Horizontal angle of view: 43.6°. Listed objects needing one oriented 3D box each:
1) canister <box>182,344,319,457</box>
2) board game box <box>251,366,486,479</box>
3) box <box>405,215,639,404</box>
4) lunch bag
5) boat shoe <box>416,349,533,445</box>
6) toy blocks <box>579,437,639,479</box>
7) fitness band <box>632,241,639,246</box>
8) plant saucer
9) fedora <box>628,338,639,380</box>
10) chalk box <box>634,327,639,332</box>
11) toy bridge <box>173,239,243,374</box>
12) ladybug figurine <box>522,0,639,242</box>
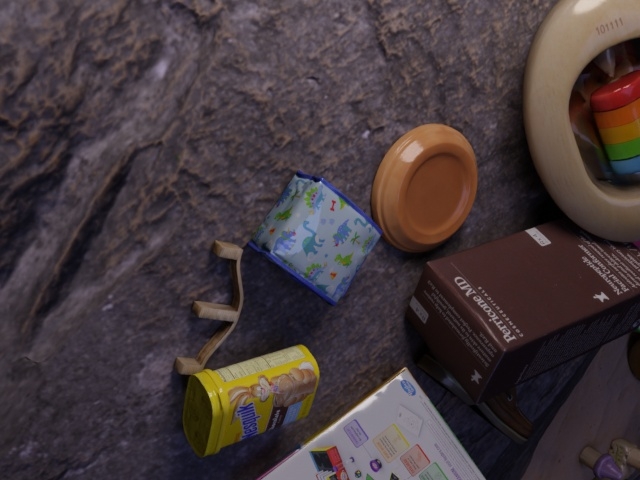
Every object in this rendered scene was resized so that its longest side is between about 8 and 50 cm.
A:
[{"bbox_3d":[-0.093,0.215,1.094,0.169,0.073,0.126,-13,134,-33],"label":"canister"},{"bbox_3d":[0.072,0.380,1.203,0.316,0.064,0.242,-32,82,-21],"label":"board game box"},{"bbox_3d":[0.347,0.090,1.271,0.381,0.191,0.143,-18,142,-29],"label":"box"},{"bbox_3d":[0.000,0.000,1.074,0.151,0.096,0.129,37,85,-29],"label":"lunch bag"},{"bbox_3d":[0.293,0.250,1.364,0.104,0.110,0.307,-53,128,-5],"label":"boat shoe"},{"bbox_3d":[0.693,0.593,1.681,0.308,0.260,0.289,1,108,-35],"label":"toy blocks"},{"bbox_3d":[0.577,-0.084,1.469,0.290,0.054,0.209,-25,121,-23],"label":"fitness band"},{"bbox_3d":[0.165,-0.073,1.197,0.199,0.037,0.200,-13,115,-30],"label":"plant saucer"},{"bbox_3d":[0.738,0.233,1.666,0.194,0.194,0.079,63,33,-33],"label":"fedora"},{"bbox_3d":[0.684,0.124,1.510,0.212,0.132,0.133,16,100,2],"label":"chalk box"},{"bbox_3d":[-0.138,0.095,1.058,0.063,0.026,0.188,11,102,-38],"label":"toy bridge"},{"bbox_3d":[0.458,-0.198,1.242,0.305,0.162,0.450,-23,118,3],"label":"ladybug figurine"}]
